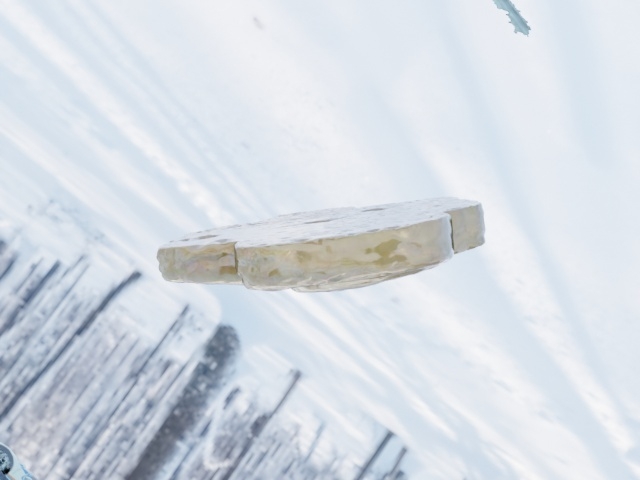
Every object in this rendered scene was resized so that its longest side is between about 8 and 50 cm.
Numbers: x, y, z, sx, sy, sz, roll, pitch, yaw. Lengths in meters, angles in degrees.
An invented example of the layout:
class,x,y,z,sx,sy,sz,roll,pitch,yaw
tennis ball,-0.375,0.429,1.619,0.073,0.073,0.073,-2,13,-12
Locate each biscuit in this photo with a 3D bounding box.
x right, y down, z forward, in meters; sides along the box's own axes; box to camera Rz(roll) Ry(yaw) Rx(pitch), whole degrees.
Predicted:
class,x,y,z,sx,sy,sz,roll,pitch,yaw
biscuit,0.001,0.005,0.898,0.269,0.051,0.376,-7,-175,-3

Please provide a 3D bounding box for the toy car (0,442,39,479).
class,x,y,z,sx,sy,sz,roll,pitch,yaw
toy car,-0.269,0.256,0.967,0.205,0.095,0.056,40,-154,15

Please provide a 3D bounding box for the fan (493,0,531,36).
class,x,y,z,sx,sy,sz,roll,pitch,yaw
fan,0.021,-0.248,0.609,0.329,0.009,0.191,50,159,-4
